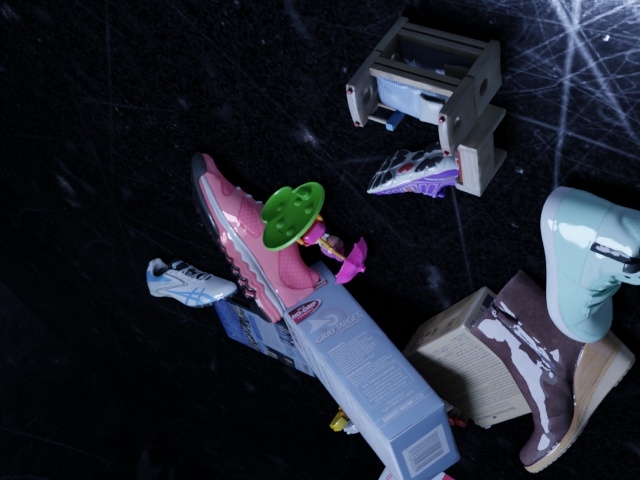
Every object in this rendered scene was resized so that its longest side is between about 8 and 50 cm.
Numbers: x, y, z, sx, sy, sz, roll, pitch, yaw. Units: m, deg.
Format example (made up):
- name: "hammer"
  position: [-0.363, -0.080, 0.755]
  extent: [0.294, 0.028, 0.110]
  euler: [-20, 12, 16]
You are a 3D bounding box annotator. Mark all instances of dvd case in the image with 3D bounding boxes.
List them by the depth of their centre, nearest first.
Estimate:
- name: "dvd case"
  position: [-0.119, 0.195, 2.083]
  extent: [0.253, 0.022, 0.180]
  euler: [22, 149, 28]

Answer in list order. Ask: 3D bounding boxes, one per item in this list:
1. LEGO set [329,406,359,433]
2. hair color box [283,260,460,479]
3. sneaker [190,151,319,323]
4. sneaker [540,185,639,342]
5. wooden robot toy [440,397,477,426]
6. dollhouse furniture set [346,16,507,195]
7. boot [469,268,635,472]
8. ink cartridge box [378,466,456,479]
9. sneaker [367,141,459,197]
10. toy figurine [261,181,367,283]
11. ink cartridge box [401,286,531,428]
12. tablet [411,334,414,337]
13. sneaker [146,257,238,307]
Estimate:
- name: "LEGO set"
  position: [0.081, 0.372, 2.045]
  extent: [0.087, 0.093, 0.227]
  euler: [42, 153, -10]
- name: "hair color box"
  position: [0.072, 0.223, 1.639]
  extent: [0.374, 0.113, 0.185]
  euler: [48, 165, 40]
- name: "sneaker"
  position: [-0.112, -0.021, 1.648]
  extent: [0.314, 0.136, 0.116]
  euler: [61, 166, 4]
- name: "sneaker"
  position: [0.362, 0.056, 1.196]
  extent: [0.151, 0.094, 0.256]
  euler: [21, 148, 40]
- name: "wooden robot toy"
  position: [0.253, 0.277, 1.720]
  extent: [0.173, 0.076, 0.079]
  euler: [-4, 122, 52]
- name: "dollhouse furniture set"
  position: [0.128, -0.137, 1.138]
  extent: [0.129, 0.129, 0.183]
  euler: [22, 150, 28]
- name: "boot"
  position: [0.301, 0.189, 1.399]
  extent: [0.207, 0.090, 0.248]
  euler: [35, 112, 12]
- name: "ink cartridge box"
  position: [0.208, 0.541, 2.143]
  extent: [0.150, 0.109, 0.063]
  euler: [32, 156, 11]
- name: "sneaker"
  position: [0.129, -0.080, 1.303]
  extent: [0.071, 0.068, 0.170]
  euler: [44, 153, -26]
- name: "toy figurine"
  position: [0.000, 0.000, 1.555]
  extent: [0.159, 0.130, 0.173]
  euler: [40, 177, -28]
- name: "ink cartridge box"
  position: [0.261, 0.191, 1.546]
  extent: [0.193, 0.088, 0.235]
  euler: [38, 151, -5]
- name: "tablet"
  position: [0.195, 0.174, 1.690]
  extent: [0.054, 0.006, 0.083]
  euler: [40, 152, -6]
- name: "sneaker"
  position: [-0.275, 0.085, 2.038]
  extent: [0.237, 0.085, 0.086]
  euler: [6, 115, 35]
